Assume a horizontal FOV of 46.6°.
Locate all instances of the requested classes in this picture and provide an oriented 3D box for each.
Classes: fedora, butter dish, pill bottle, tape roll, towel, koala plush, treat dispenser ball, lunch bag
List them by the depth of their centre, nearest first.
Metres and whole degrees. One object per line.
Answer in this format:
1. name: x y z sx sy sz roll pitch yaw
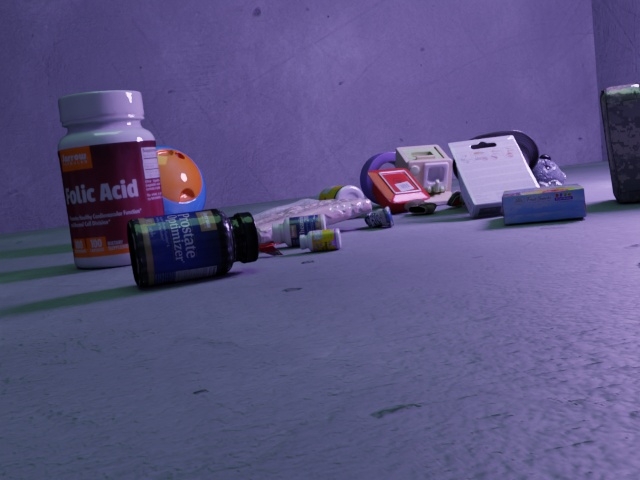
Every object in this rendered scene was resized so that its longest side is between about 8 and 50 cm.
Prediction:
1. pill bottle: -0.228 0.008 1.333 0.219 0.122 0.123 -9 7 -19
2. pill bottle: 0.000 0.000 1.540 0.083 0.043 0.043 -6 6 7
3. pill bottle: -0.047 -0.021 1.674 0.120 0.067 0.067 -6 6 1
4. pill bottle: -0.488 -0.143 1.739 0.224 0.392 0.224 -7 6 1
5. lunch bag: 0.835 -0.248 1.816 0.256 0.305 0.212 -8 8 21
6. towel: -0.083 -0.055 1.947 0.332 0.053 0.317 -18 11 -28
7. fedora: 0.500 -0.183 2.089 0.244 0.124 0.275 -8 -25 7
8. koala plush: 0.644 -0.199 2.284 0.221 0.203 0.196 16 21 12
9. treat dispenser ball: -0.498 -0.149 2.292 0.288 0.288 0.288 -6 6 1
10. butter dish: 0.227 -0.138 2.297 0.160 0.118 0.160 -8 46 -31
11. pill bottle: 0.054 -0.119 2.306 0.103 0.103 0.184 -9 6 -25
12. tape roll: 0.239 -0.216 2.610 0.189 0.188 0.080 -8 7 -16

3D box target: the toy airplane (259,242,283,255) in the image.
1. toy airplane: -0.148 0.022 1.563 0.151 0.028 0.151 -6 5 1

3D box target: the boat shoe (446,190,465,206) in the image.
1. boat shoe: 0.421 -0.122 2.238 0.043 0.049 0.137 39 26 20

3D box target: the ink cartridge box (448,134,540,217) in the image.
1. ink cartridge box: 0.448 -0.166 1.921 0.189 0.066 0.232 -8 46 -7

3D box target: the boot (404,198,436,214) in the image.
1. boot: 0.278 -0.095 2.148 0.119 0.042 0.087 -2 9 36

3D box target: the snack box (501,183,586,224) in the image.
1. snack box: 0.504 -0.085 1.688 0.175 0.070 0.207 -5 4 15

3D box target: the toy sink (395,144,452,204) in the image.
1. toy sink: 0.347 -0.222 2.453 0.153 0.131 0.234 -5 28 -6

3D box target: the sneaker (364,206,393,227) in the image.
1. sneaker: 0.147 -0.053 1.899 0.058 0.052 0.135 -18 1 -11
